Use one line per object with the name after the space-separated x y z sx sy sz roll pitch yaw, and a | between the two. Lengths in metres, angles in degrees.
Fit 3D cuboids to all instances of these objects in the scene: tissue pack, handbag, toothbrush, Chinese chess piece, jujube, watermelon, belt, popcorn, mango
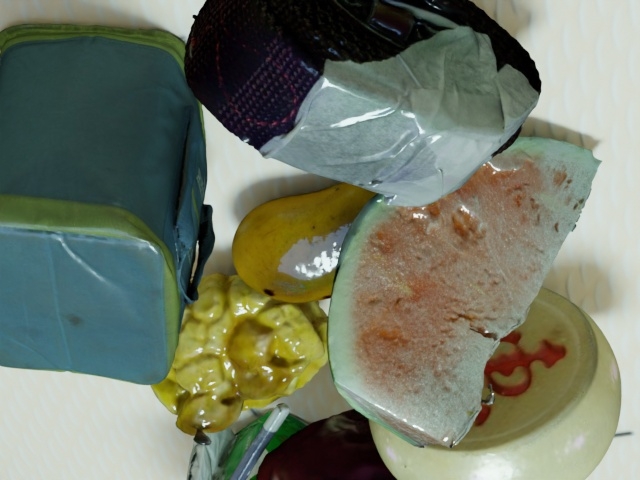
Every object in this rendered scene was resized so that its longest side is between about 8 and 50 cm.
-0.095 0.306 2.009 0.156 0.209 0.148 30 137 -19 | tissue pack
-0.207 -0.030 1.579 0.222 0.241 0.263 3 143 6 | handbag
-0.106 0.282 1.868 0.026 0.024 0.288 39 113 19 | toothbrush
0.169 0.151 1.728 0.251 0.251 0.097 -6 133 18 | Chinese chess piece
0.109 0.300 1.889 0.377 0.258 0.258 0 150 -33 | jujube
0.125 0.030 1.606 0.180 0.305 0.224 24 168 30 | watermelon
0.045 -0.146 1.435 0.289 0.184 0.164 21 136 -24 | belt
-0.090 0.104 1.813 0.194 0.163 0.140 -39 164 10 | popcorn
0.000 0.003 1.707 0.178 0.090 0.115 -17 126 17 | mango
